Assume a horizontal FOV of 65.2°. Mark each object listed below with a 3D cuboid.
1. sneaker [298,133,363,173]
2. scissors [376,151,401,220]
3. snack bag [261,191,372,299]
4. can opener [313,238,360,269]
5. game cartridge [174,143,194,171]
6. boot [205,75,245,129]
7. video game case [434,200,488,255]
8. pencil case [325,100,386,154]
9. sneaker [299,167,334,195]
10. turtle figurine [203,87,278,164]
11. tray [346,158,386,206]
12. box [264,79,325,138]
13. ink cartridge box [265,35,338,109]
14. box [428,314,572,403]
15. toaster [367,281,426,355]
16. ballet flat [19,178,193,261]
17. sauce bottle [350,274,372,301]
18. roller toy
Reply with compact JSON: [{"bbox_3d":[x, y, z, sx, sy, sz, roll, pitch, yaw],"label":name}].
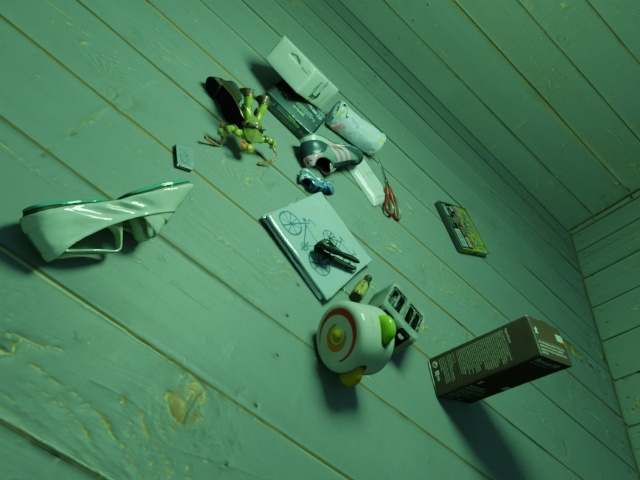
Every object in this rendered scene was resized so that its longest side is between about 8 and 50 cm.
[{"bbox_3d":[0.046,-0.305,1.913,0.318,0.112,0.131,7,71,-41],"label":"sneaker"},{"bbox_3d":[0.282,-0.227,2.094,0.109,0.021,0.297,11,63,-46],"label":"scissors"},{"bbox_3d":[0.000,0.000,1.626,0.323,0.037,0.342,53,36,3],"label":"snack bag"},{"bbox_3d":[0.052,0.050,1.566,0.186,0.059,0.073,32,12,-40],"label":"can opener"},{"bbox_3d":[-0.388,-0.235,1.429,0.056,0.017,0.083,13,50,-36],"label":"game cartridge"},{"bbox_3d":[-0.287,-0.470,1.694,0.106,0.082,0.219,-22,74,-51],"label":"boot"},{"bbox_3d":[0.685,-0.056,2.429,0.248,0.035,0.275,9,52,-43],"label":"video game case"},{"bbox_3d":[0.153,-0.483,2.153,0.273,0.124,0.114,33,39,-25],"label":"pencil case"},{"bbox_3d":[-0.017,-0.194,1.769,0.144,0.053,0.059,30,39,-14],"label":"sneaker"},{"bbox_3d":[-0.231,-0.367,1.587,0.269,0.087,0.218,9,83,-36],"label":"turtle figurine"},{"bbox_3d":[0.188,-0.268,2.078,0.145,0.030,0.270,-21,75,-54],"label":"tray"},{"bbox_3d":[-0.102,-0.506,1.947,0.232,0.059,0.183,43,36,-10],"label":"box"},{"bbox_3d":[-0.068,-0.655,1.979,0.201,0.117,0.278,49,15,12],"label":"ink cartridge box"},{"bbox_3d":[0.558,0.388,1.587,0.191,0.381,0.143,22,44,-34],"label":"box"},{"bbox_3d":[0.236,0.244,1.601,0.168,0.110,0.186,49,35,-4],"label":"toaster"},{"bbox_3d":[-0.447,-0.044,1.118,0.400,0.139,0.139,-21,75,-49],"label":"ballet flat"},{"bbox_3d":[0.136,0.152,1.634,0.042,0.042,0.128,48,33,-4],"label":"sauce bottle"},{"bbox_3d":[0.087,0.265,1.351,0.146,0.209,0.191,16,12,-39],"label":"roller toy"}]
